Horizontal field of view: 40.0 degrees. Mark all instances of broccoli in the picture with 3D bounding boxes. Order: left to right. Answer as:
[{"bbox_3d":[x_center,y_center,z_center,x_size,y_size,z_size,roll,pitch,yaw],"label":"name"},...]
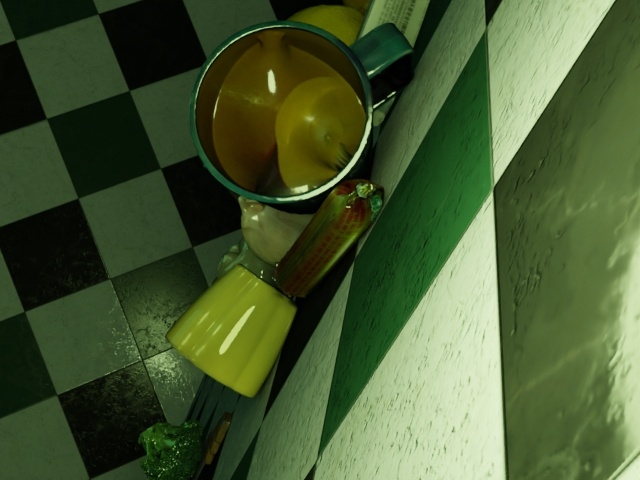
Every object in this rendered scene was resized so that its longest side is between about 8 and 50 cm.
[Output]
[{"bbox_3d":[-0.352,0.502,2.096,0.195,0.156,0.195,-36,-10,-7],"label":"broccoli"}]

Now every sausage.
[{"bbox_3d":[0.012,-0.008,1.236,0.371,0.082,0.082,130,163,-65],"label":"sausage"}]

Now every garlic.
[{"bbox_3d":[-0.040,-0.046,1.539,0.228,0.110,0.217,-22,-45,-47],"label":"garlic"}]

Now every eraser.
[{"bbox_3d":[0.125,-0.391,1.561,0.096,0.098,0.403,124,168,-59],"label":"eraser"}]

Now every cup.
[{"bbox_3d":[-0.026,-0.187,1.284,0.292,0.242,0.307,42,-107,-83],"label":"cup"}]

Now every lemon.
[{"bbox_3d":[0.019,-0.335,1.685,0.253,0.228,0.228,-24,-32,-52],"label":"lemon"}]

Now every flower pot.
[{"bbox_3d":[-0.140,0.147,1.518,0.179,0.195,0.195,-53,6,-2],"label":"flower pot"}]

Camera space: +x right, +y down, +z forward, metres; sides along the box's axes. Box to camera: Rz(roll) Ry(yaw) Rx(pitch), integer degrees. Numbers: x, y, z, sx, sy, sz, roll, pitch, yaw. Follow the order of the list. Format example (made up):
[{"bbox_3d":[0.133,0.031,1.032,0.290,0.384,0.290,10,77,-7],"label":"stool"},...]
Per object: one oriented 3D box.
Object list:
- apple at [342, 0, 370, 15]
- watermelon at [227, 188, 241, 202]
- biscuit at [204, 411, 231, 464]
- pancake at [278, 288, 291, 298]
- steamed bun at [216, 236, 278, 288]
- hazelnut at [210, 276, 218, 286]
[{"bbox_3d":[0.125,-0.548,1.912,0.163,0.147,0.146,130,162,-63],"label":"apple"},{"bbox_3d":[-0.134,-0.117,2.095,0.283,0.293,0.250,-109,19,-62],"label":"watermelon"},{"bbox_3d":[-0.213,0.404,1.848,0.130,0.019,0.119,121,170,-48],"label":"biscuit"},{"bbox_3d":[-0.061,0.079,1.739,0.158,0.028,0.158,-159,90,-86],"label":"pancake"},{"bbox_3d":[-0.146,0.065,1.864,0.211,0.144,0.218,79,-149,-81],"label":"steamed bun"},{"bbox_3d":[-0.233,0.161,2.389,0.150,0.150,0.150,-156,90,-84],"label":"hazelnut"}]
